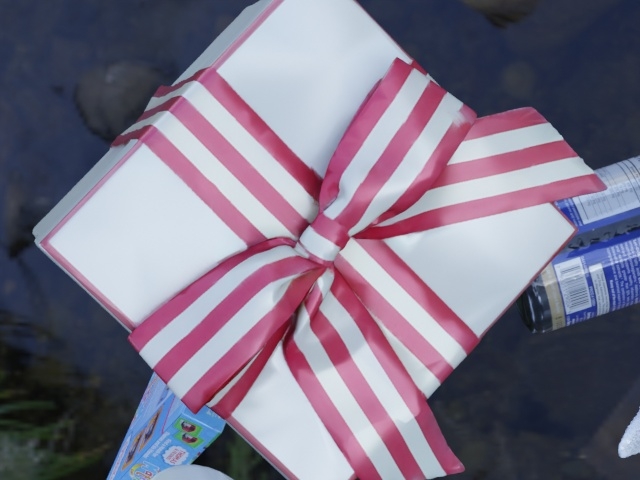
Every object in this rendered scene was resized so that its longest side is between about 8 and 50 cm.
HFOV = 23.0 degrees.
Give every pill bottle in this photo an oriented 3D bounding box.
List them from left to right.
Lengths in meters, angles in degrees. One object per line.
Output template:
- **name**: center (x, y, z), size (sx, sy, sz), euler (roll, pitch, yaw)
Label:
- **pill bottle**: center (0.267, -0.007, 1.358), size (0.219, 0.123, 0.123), euler (-18, 71, 1)

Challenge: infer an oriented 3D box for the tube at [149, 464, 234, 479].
- **tube**: center (-0.100, 0.194, 0.738), size (0.062, 0.070, 0.240), euler (33, 128, -1)

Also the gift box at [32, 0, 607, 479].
- **gift box**: center (0.000, 0.000, 0.969), size (0.255, 0.276, 0.258), euler (-52, 10, -6)

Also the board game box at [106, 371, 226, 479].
- **board game box**: center (-0.107, 0.122, 1.266), size (0.211, 0.039, 0.160), euler (-47, 18, 52)

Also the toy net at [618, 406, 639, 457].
- **toy net**: center (0.205, 0.132, 0.839), size (0.045, 0.122, 0.232), euler (48, 155, 34)
